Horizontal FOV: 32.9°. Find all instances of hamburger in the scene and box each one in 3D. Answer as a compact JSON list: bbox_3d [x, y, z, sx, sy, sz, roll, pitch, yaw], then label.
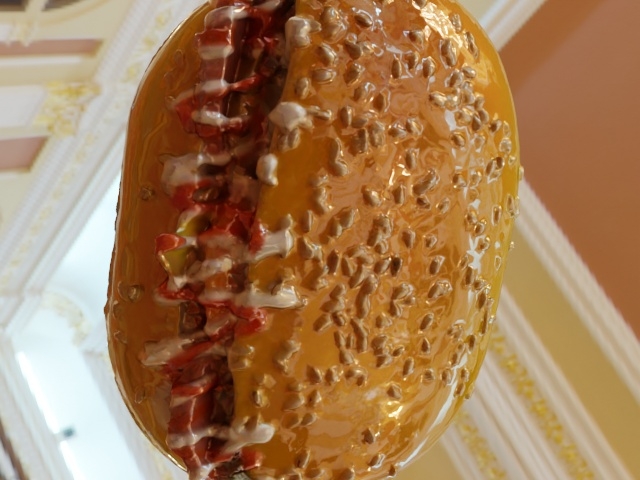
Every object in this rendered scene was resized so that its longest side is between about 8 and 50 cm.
[{"bbox_3d":[0.000,0.000,0.589,0.151,0.227,0.295,-166,-100,-66],"label":"hamburger"}]
